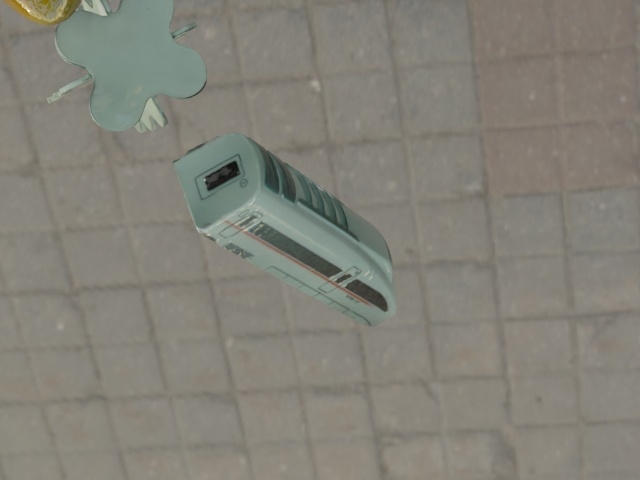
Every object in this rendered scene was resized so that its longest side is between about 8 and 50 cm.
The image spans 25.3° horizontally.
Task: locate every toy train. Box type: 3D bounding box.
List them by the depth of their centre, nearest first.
[{"bbox_3d":[0.000,0.000,1.457,0.088,0.086,0.407,-31,152,15],"label":"toy train"}]

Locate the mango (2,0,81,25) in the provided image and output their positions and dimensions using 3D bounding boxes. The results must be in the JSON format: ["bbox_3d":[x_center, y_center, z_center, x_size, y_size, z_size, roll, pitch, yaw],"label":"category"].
[{"bbox_3d":[-0.202,-0.200,0.884,0.085,0.184,0.102,17,109,-48],"label":"mango"}]

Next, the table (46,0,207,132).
[{"bbox_3d":[-0.224,-0.197,1.592,0.166,0.198,0.166,0,92,-16],"label":"table"}]
